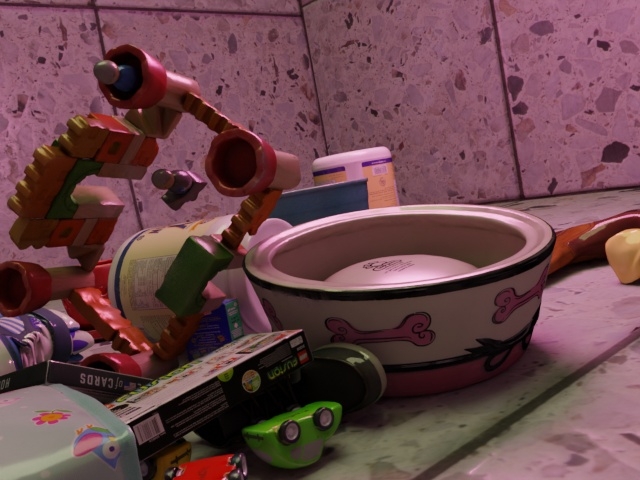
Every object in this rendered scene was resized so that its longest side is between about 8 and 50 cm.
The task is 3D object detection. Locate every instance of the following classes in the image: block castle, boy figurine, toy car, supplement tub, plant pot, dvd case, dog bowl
[{"bbox_3d":[-0.269,-0.016,0.903,0.303,0.453,0.212,39,16,17],"label":"block castle"},{"bbox_3d":[0.622,0.012,1.030,0.284,0.092,0.177,-10,5,17],"label":"boy figurine"},{"bbox_3d":[-0.070,0.197,0.565,0.224,0.053,0.239,-9,-3,-37],"label":"toy car"},{"bbox_3d":[-0.203,0.077,1.174,0.324,0.236,0.235,-7,6,32],"label":"supplement tub"},{"bbox_3d":[0.000,0.000,1.497,0.271,0.256,0.271,-10,4,1],"label":"plant pot"},{"bbox_3d":[-0.294,0.182,0.705,0.238,0.030,0.179,-21,-30,30],"label":"dvd case"},{"bbox_3d":[0.116,-0.096,1.880,0.240,0.332,0.241,-10,5,1],"label":"supplement tub"},{"bbox_3d":[-0.507,0.135,1.493,0.191,0.174,0.191,-11,5,1],"label":"plant pot"},{"bbox_3d":[0.107,0.066,0.863,0.407,0.151,0.408,-7,15,2],"label":"dog bowl"}]

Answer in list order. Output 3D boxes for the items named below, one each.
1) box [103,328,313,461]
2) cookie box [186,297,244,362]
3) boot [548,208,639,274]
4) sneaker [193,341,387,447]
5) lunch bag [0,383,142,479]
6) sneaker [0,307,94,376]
[{"bbox_3d":[-0.118,0.145,0.624,0.206,0.036,0.114,-23,5,-41],"label":"box"},{"bbox_3d":[-0.170,0.151,1.010,0.091,0.107,0.040,-8,6,25],"label":"cookie box"},{"bbox_3d":[0.494,0.015,1.234,0.280,0.096,0.264,-15,7,-36],"label":"boot"},{"bbox_3d":[-0.039,0.177,0.688,0.222,0.083,0.118,-19,3,37],"label":"sneaker"},{"bbox_3d":[-0.265,0.196,0.448,0.223,0.160,0.262,-15,13,-36],"label":"lunch bag"},{"bbox_3d":[-0.513,0.193,1.150,0.236,0.130,0.322,-3,8,-40],"label":"sneaker"}]
